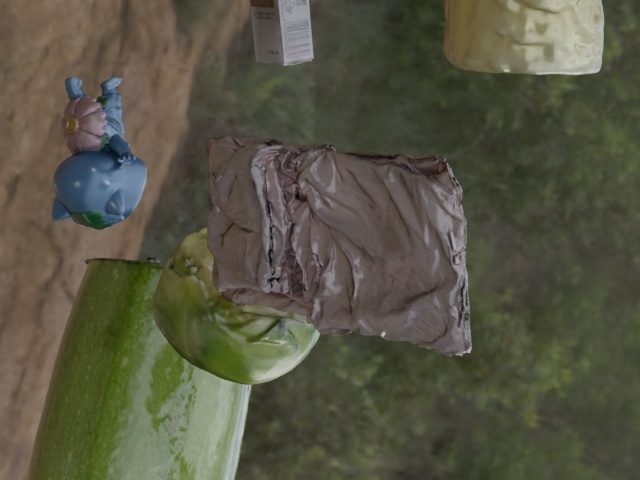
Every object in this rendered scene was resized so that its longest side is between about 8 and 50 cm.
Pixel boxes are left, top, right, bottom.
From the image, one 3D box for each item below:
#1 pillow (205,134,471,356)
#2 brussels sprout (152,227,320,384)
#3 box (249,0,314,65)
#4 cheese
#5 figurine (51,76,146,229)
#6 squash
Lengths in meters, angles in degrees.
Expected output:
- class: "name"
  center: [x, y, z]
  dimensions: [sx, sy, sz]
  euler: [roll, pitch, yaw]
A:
- class: "pillow"
  center: [0.000, 0.000, 0.879]
  dimensions: [0.049, 0.248, 0.135]
  euler: [-14, 108, -46]
- class: "brussels sprout"
  center: [-0.075, 0.066, 1.177]
  dimensions: [0.149, 0.151, 0.122]
  euler: [-13, 143, -40]
- class: "box"
  center: [-0.046, -0.287, 1.272]
  dimensions: [0.039, 0.055, 0.218]
  euler: [-16, 109, -33]
- class: "cheese"
  center: [0.119, -0.179, 0.715]
  dimensions: [0.123, 0.093, 0.167]
  euler: [-138, -133, -74]
- class: "figurine"
  center: [-0.254, -0.100, 1.488]
  dimensions: [0.144, 0.114, 0.178]
  euler: [25, 60, -79]
- class: "squash"
  center: [-0.221, 0.219, 1.610]
  dimensions: [0.263, 0.263, 0.385]
  euler: [46, 54, -69]
